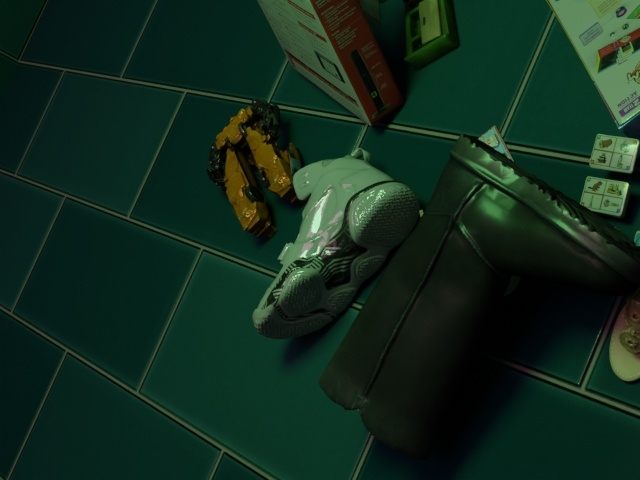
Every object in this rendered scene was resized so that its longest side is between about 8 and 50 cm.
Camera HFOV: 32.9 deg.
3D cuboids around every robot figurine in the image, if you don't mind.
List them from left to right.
[{"bbox_3d":[-0.129,-0.151,2.177,0.211,0.085,0.291,-43,44,21],"label":"robot figurine"}]

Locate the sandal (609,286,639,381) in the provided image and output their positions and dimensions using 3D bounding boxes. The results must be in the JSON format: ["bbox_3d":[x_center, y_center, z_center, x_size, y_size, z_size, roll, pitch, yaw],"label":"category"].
[{"bbox_3d":[0.437,0.075,1.422,0.088,0.079,0.240,45,110,42],"label":"sandal"}]

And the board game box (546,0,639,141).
[{"bbox_3d":[0.499,-0.331,1.621,0.242,0.064,0.316,-38,45,26],"label":"board game box"}]

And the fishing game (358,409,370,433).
[{"bbox_3d":[0.115,0.172,1.742,0.264,0.041,0.189,-59,40,19],"label":"fishing game"}]

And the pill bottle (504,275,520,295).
[{"bbox_3d":[0.239,0.038,1.679,0.137,0.078,0.078,19,83,50],"label":"pill bottle"}]

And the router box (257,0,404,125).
[{"bbox_3d":[-0.009,-0.403,2.020,0.082,0.301,0.335,-36,40,-7],"label":"router box"}]

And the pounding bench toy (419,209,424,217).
[{"bbox_3d":[0.203,-0.014,1.773,0.065,0.083,0.052,-13,57,6],"label":"pounding bench toy"}]

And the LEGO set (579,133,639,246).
[{"bbox_3d":[0.476,-0.047,1.519,0.244,0.060,0.182,15,92,51],"label":"LEGO set"}]

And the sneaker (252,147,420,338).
[{"bbox_3d":[0.000,0.000,1.919,0.366,0.137,0.210,-46,41,11],"label":"sneaker"}]

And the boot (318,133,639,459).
[{"bbox_3d":[0.218,0.124,1.530,0.367,0.146,0.445,43,109,45],"label":"boot"}]

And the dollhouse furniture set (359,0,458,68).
[{"bbox_3d":[0.221,-0.469,1.894,0.301,0.197,0.151,-27,50,36],"label":"dollhouse furniture set"}]

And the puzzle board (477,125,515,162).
[{"bbox_3d":[0.272,-0.120,1.787,0.096,0.011,0.128,-40,45,24],"label":"puzzle board"}]
